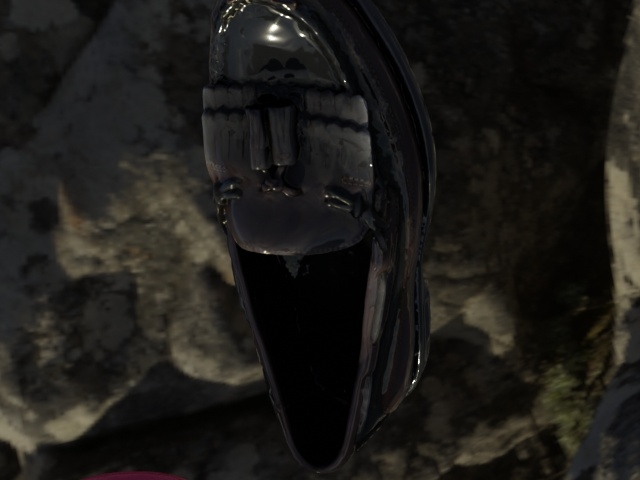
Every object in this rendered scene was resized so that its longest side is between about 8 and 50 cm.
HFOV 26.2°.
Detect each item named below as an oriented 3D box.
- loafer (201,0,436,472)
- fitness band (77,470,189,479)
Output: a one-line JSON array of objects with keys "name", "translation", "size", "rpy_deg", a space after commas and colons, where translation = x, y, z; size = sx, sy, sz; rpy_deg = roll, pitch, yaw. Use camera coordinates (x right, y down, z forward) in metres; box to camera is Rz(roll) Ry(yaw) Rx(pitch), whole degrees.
[{"name": "loafer", "translation": [0.000, 0.000, 0.709], "size": [0.109, 0.095, 0.303], "rpy_deg": [8, 135, 22]}, {"name": "fitness band", "translation": [-0.121, 0.262, 0.766], "size": [0.209, 0.054, 0.291], "rpy_deg": [-13, 46, 5]}]
